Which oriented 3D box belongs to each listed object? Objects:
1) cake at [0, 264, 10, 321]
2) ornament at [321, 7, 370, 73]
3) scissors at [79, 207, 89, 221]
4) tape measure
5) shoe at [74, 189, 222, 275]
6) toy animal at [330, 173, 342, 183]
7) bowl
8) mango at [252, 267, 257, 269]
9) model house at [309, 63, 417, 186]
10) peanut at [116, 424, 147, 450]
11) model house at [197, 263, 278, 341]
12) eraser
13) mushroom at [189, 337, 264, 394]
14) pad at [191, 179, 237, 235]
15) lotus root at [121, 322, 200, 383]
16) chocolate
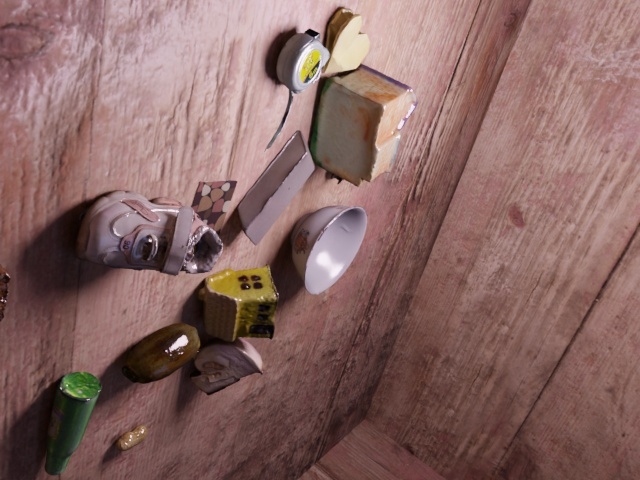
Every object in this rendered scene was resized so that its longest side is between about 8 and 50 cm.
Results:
[{"bbox_3d":[-0.658,0.083,1.173,0.147,0.135,0.135,-22,139,-52],"label":"cake"},{"bbox_3d":[0.062,-0.545,1.878,0.180,0.059,0.201,-53,157,-4],"label":"ornament"},{"bbox_3d":[-0.507,-0.041,1.460,0.036,0.006,0.083,-49,156,-20],"label":"scissors"},{"bbox_3d":[-0.096,-0.397,1.714,0.330,0.084,0.164,-56,153,-7],"label":"tape measure"},{"bbox_3d":[-0.378,-0.008,1.509,0.351,0.198,0.172,-15,128,-58],"label":"shoe"},{"bbox_3d":[0.114,-0.292,2.249,0.233,0.084,0.148,-46,169,-36],"label":"toy animal"},{"bbox_3d":[0.000,0.000,2.253,0.345,0.157,0.346,-42,150,-30],"label":"bowl"},{"bbox_3d":[-0.200,0.167,2.166,0.102,0.084,0.184,-46,147,-21],"label":"mango"},{"bbox_3d":[0.148,-0.366,2.042,0.280,0.245,0.312,-42,152,-47],"label":"model house"},{"bbox_3d":[-0.575,0.604,2.011,0.113,0.053,0.054,-26,140,-53],"label":"peanut"},{"bbox_3d":[-0.257,0.188,2.001,0.234,0.175,0.194,1,130,-14],"label":"model house"},{"bbox_3d":[-0.128,-0.158,1.942,0.353,0.077,0.111,-54,157,-11],"label":"eraser"},{"bbox_3d":[-0.321,0.368,2.148,0.236,0.173,0.162,-25,-157,13],"label":"mushroom"},{"bbox_3d":[-0.311,-0.059,1.802,0.158,0.003,0.235,-11,127,-58],"label":"pad"},{"bbox_3d":[-0.439,0.314,1.843,0.241,0.124,0.123,-30,158,-49],"label":"lotus root"},{"bbox_3d":[-0.649,0.479,1.685,0.110,0.110,0.291,-13,132,-56],"label":"chocolate"}]
